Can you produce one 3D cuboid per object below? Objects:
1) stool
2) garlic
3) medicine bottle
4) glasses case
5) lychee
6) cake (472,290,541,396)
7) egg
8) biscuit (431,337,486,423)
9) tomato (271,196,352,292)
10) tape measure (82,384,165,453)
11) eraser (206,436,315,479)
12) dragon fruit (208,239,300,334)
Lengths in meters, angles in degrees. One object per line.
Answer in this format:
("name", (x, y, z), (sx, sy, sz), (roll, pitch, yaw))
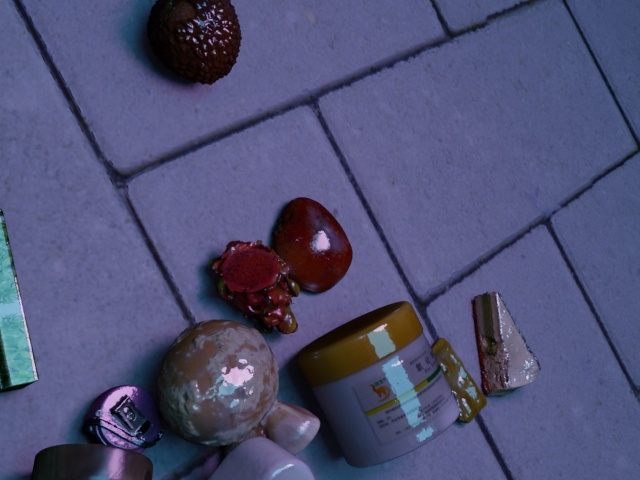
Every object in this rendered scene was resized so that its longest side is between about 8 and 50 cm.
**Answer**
("stool", (-0.342, 0.447, 1.327), (0.179, 0.179, 0.264), (18, 55, -29))
("garlic", (-0.088, 0.345, 1.610), (0.174, 0.124, 0.099), (-36, 127, -7))
("medicine bottle", (0.107, 0.261, 1.691), (0.237, 0.238, 0.232), (-28, 92, -38))
("glasses case", (-0.501, 0.096, 1.416), (0.062, 0.095, 0.272), (-10, 79, -32))
("lychee", (-0.228, -0.388, 1.729), (0.188, 0.188, 0.188), (12, 67, -31))
("cake", (0.409, 0.226, 2.009), (0.116, 0.086, 0.221), (7, 71, -33))
("egg", (-0.173, 0.236, 1.525), (0.203, 0.203, 0.245), (52, 28, -9))
("biscuit", (0.254, 0.314, 1.902), (0.183, 0.039, 0.174), (53, 52, -7))
("tomato", (0.000, 0.000, 1.795), (0.173, 0.099, 0.189), (31, 57, -21))
("tape measure", (-0.315, 0.298, 1.488), (0.125, 0.074, 0.118), (49, 53, -14))
("eraser", (-0.105, 0.477, 1.471), (0.331, 0.150, 0.332), (-3, 97, -31))
("dragon fruit", (-0.106, 0.092, 1.678), (0.133, 0.150, 0.208), (-39, 106, -8))
